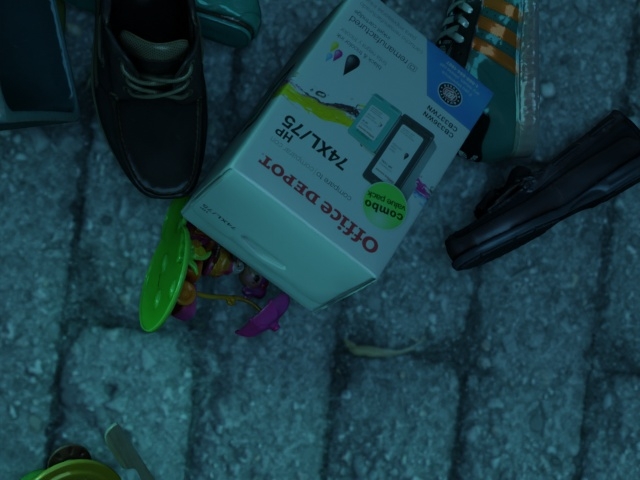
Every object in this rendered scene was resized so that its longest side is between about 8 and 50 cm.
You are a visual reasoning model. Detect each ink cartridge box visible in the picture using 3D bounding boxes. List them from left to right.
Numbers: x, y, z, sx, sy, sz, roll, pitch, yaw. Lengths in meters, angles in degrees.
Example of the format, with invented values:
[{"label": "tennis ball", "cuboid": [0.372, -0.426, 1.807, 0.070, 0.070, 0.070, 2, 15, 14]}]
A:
[{"label": "ink cartridge box", "cuboid": [0.016, -0.094, 1.447, 0.198, 0.197, 0.270, 37, 66, -10]}]

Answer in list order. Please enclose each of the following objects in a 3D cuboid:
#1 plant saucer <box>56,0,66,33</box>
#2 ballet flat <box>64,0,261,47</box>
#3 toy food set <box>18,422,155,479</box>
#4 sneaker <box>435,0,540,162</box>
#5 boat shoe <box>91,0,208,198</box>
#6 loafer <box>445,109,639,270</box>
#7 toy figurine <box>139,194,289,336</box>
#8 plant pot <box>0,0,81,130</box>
[{"label": "plant saucer", "cuboid": [-0.412, -0.259, 1.479, 0.240, 0.037, 0.241, 0, 92, -10]}, {"label": "ballet flat", "cuboid": [-0.187, -0.293, 1.508, 0.247, 0.083, 0.087, 14, 65, -11]}, {"label": "toy food set", "cuboid": [-0.298, 0.300, 1.509, 0.218, 0.071, 0.128, -38, 122, -5]}, {"label": "sneaker", "cuboid": [0.188, -0.244, 1.556, 0.121, 0.108, 0.302, -6, 94, -15]}, {"label": "boat shoe", "cuboid": [-0.191, -0.207, 1.412, 0.132, 0.130, 0.356, -8, 109, -5]}, {"label": "loafer", "cuboid": [0.271, -0.062, 1.592, 0.302, 0.109, 0.095, -26, 80, -15]}, {"label": "toy figurine", "cuboid": [-0.110, 0.045, 1.525, 0.159, 0.130, 0.173, 19, 63, -24]}, {"label": "plant pot", "cuboid": [-0.425, -0.219, 1.346, 0.252, 0.247, 0.248, -11, 94, 8]}]
